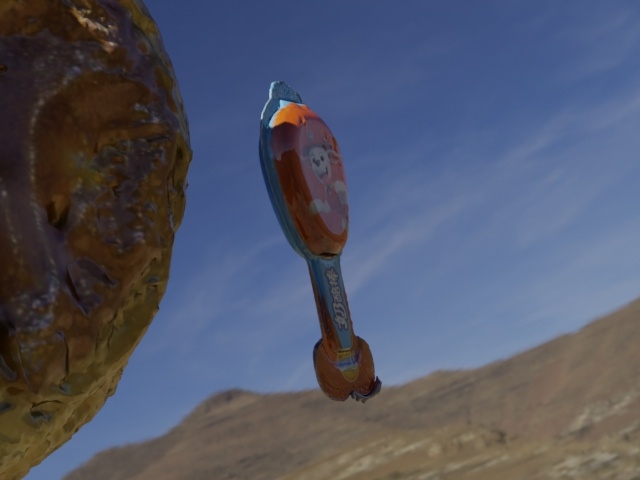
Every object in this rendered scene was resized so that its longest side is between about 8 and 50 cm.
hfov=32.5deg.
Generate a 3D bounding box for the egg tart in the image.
[{"bbox_3d":[-0.215,-0.057,0.637,0.153,0.351,0.339,-10,35,34],"label":"egg tart"}]

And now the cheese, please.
[{"bbox_3d":[0.000,0.000,0.841,0.037,0.256,0.106,-18,-9,32],"label":"cheese"}]
